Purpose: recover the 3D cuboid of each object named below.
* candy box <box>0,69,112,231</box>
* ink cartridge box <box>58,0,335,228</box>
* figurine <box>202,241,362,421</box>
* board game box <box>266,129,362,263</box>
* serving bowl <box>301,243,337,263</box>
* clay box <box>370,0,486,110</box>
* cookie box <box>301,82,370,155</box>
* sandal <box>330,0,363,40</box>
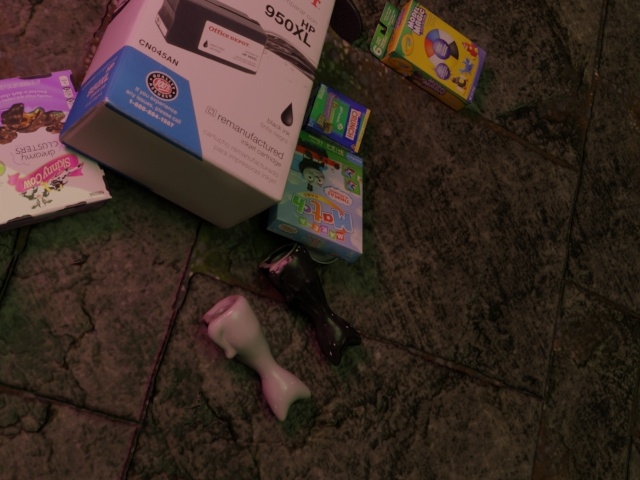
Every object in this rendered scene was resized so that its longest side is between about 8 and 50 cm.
[{"bbox_3d":[-0.405,-0.125,1.079,0.165,0.070,0.196,-18,89,-31],"label":"candy box"},{"bbox_3d":[-0.166,-0.263,1.147,0.285,0.166,0.394,29,60,-29],"label":"ink cartridge box"},{"bbox_3d":[-0.053,0.147,1.216,0.215,0.092,0.209,-43,106,-28],"label":"figurine"},{"bbox_3d":[-0.004,-0.080,1.270,0.160,0.039,0.211,22,49,-24],"label":"board game box"},{"bbox_3d":[0.000,0.000,1.304,0.083,0.027,0.083,6,76,-27],"label":"serving bowl"},{"bbox_3d":[0.208,-0.361,1.478,0.222,0.053,0.127,28,67,-22],"label":"clay box"},{"bbox_3d":[0.025,-0.210,1.352,0.107,0.040,0.091,26,68,-23],"label":"cookie box"},{"bbox_3d":[0.023,-0.443,1.388,0.179,0.067,0.040,53,50,-7],"label":"sandal"}]
